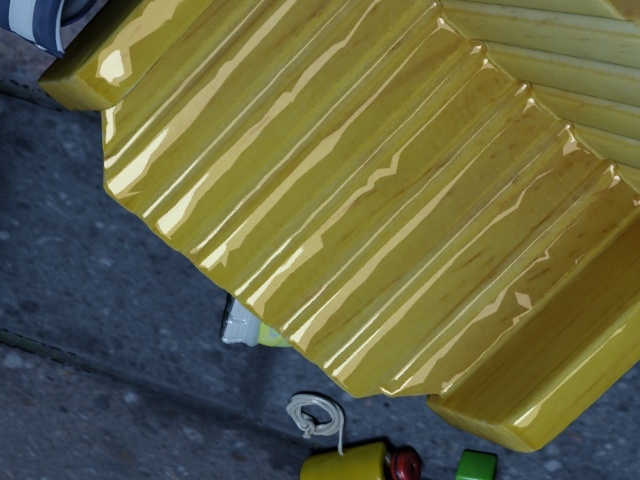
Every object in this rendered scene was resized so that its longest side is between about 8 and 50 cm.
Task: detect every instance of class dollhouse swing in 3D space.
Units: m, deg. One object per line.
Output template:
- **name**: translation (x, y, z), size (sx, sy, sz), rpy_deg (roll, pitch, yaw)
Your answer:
- **dollhouse swing**: translation (0.062, -0.028, 0.926), size (0.347, 0.305, 0.315), rpy_deg (40, 104, -18)

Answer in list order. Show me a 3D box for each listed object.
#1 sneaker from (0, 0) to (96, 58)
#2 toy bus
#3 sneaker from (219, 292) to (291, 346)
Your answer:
- **sneaker**: translation (-0.213, -0.161, 1.034), size (0.153, 0.099, 0.282), rpy_deg (29, 160, -17)
- **toy bus**: translation (0.043, 0.237, 1.338), size (0.202, 0.104, 0.191), rpy_deg (19, 134, 2)
- **sneaker**: translation (0.000, 0.000, 1.167), size (0.094, 0.081, 0.208), rpy_deg (16, 140, -6)
